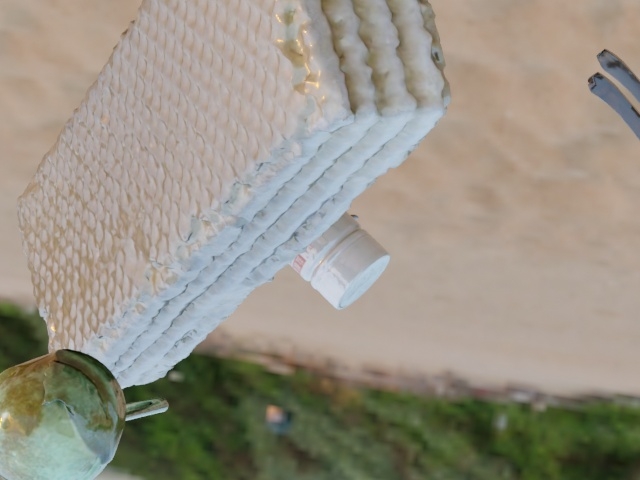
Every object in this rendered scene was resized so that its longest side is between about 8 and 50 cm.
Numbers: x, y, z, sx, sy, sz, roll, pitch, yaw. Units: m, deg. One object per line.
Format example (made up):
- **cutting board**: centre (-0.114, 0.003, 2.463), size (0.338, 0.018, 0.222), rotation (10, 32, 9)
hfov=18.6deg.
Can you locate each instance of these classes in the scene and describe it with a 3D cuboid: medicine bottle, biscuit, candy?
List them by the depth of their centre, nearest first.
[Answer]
- **candy**: centre (-0.094, 0.075, 0.845), size (0.061, 0.061, 0.202), rotation (9, 180, 11)
- **biscuit**: centre (-0.063, -0.036, 0.989), size (0.079, 0.144, 0.426), rotation (-6, 163, -25)
- **medicine bottle**: centre (0.000, 0.000, 1.389), size (0.089, 0.057, 0.057), rotation (43, -175, 13)

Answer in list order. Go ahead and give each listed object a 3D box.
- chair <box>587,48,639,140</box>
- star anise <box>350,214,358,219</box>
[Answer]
- **chair**: centre (0.403, -0.086, 1.706), size (0.319, 0.186, 0.160), rotation (47, -162, -3)
- **star anise**: centre (-0.012, -0.138, 1.761), size (0.081, 0.262, 0.230), rotation (-5, 180, 13)
